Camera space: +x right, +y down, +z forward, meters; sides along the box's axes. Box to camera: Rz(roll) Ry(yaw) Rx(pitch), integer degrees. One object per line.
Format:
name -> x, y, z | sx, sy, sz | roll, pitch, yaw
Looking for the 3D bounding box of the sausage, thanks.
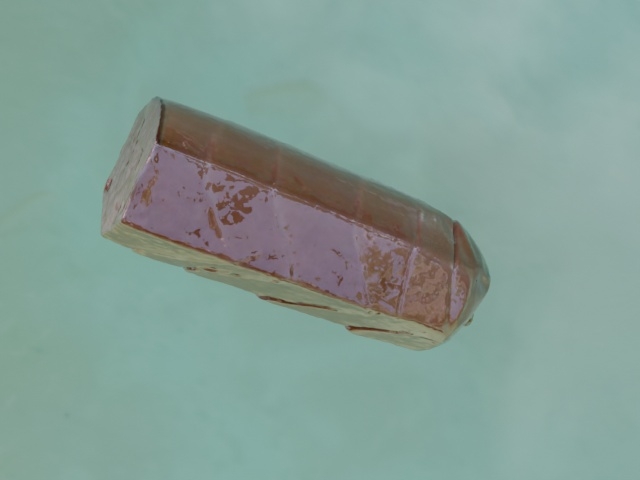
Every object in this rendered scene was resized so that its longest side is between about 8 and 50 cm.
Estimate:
sausage -> 0.000, 0.000, 0.599 | 0.169, 0.065, 0.065 | 21, 95, -20
